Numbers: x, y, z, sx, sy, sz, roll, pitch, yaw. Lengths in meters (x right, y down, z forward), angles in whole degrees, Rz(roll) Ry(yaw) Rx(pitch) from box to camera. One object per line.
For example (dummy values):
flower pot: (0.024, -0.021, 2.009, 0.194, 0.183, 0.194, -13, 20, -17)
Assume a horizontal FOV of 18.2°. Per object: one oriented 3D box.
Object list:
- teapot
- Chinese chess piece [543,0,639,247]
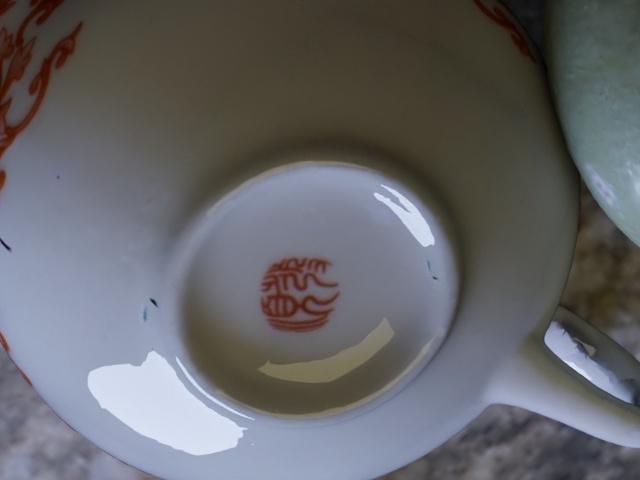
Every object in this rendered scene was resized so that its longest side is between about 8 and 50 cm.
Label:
teapot: (0.000, 0.000, 0.533, 0.245, 0.116, 0.159, 35, 91, -25)
Chinese chess piece: (0.125, -0.055, 0.517, 0.144, 0.058, 0.144, 0, 90, -34)
